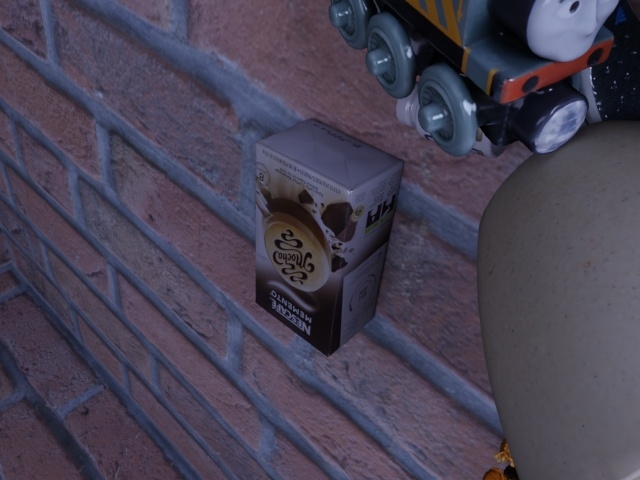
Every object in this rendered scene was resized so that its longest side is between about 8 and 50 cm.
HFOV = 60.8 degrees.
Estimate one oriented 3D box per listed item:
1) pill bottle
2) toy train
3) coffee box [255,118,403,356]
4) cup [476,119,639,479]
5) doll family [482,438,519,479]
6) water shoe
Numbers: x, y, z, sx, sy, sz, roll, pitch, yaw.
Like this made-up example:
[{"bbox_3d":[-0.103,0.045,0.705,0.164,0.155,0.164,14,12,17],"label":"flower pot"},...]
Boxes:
[{"bbox_3d":[0.145,-0.137,0.592,0.120,0.067,0.067,26,132,34],"label":"pill bottle"},{"bbox_3d":[0.100,-0.218,0.452,0.190,0.142,0.334,79,164,-53],"label":"toy train"},{"bbox_3d":[0.000,0.000,0.800,0.168,0.118,0.297,30,134,29],"label":"coffee box"},{"bbox_3d":[0.259,0.043,0.434,0.331,0.330,0.237,107,147,-44],"label":"cup"},{"bbox_3d":[0.297,0.321,0.698,0.163,0.118,0.263,37,138,25],"label":"doll family"},{"bbox_3d":[0.231,-0.180,0.486,0.203,0.072,0.080,63,174,-15],"label":"water shoe"}]
